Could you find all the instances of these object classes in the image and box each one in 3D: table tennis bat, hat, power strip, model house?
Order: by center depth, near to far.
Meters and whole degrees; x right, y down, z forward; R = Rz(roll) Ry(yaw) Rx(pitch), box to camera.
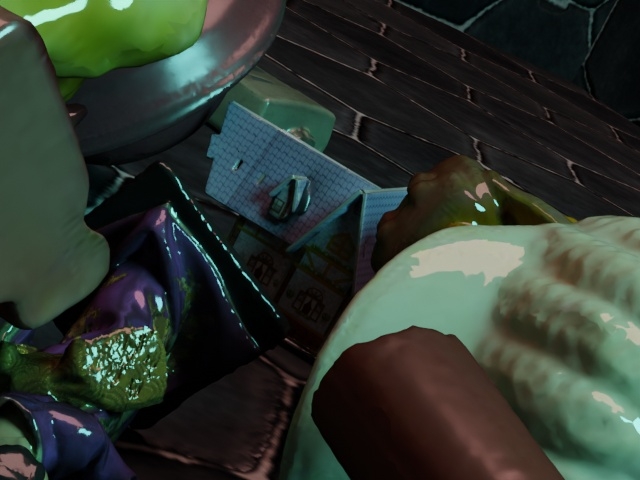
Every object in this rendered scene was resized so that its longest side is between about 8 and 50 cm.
[{"bbox_3d":[0.108,0.170,0.437,0.268,0.051,0.414,14,30,-41],"label":"table tennis bat"},{"bbox_3d":[0.000,0.000,0.954,0.167,0.088,0.117,32,14,19],"label":"model house"},{"bbox_3d":[-0.110,-0.097,0.996,0.205,0.205,0.089,43,-23,50],"label":"hat"},{"bbox_3d":[-0.101,-0.136,1.397,0.286,0.048,0.080,36,14,38],"label":"power strip"}]

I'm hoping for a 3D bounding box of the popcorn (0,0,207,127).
[{"bbox_3d":[-0.192,-0.164,0.769,0.349,0.349,0.381,23,51,-21],"label":"popcorn"}]

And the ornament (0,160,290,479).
[{"bbox_3d":[-0.080,0.059,0.610,0.081,0.088,0.203,50,22,-12],"label":"ornament"}]

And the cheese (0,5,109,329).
[{"bbox_3d":[-0.146,-0.047,0.496,0.128,0.177,0.203,34,37,24],"label":"cheese"}]

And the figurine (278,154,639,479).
[{"bbox_3d":[0.109,0.059,0.738,0.205,0.185,0.332,-6,12,12],"label":"figurine"}]
